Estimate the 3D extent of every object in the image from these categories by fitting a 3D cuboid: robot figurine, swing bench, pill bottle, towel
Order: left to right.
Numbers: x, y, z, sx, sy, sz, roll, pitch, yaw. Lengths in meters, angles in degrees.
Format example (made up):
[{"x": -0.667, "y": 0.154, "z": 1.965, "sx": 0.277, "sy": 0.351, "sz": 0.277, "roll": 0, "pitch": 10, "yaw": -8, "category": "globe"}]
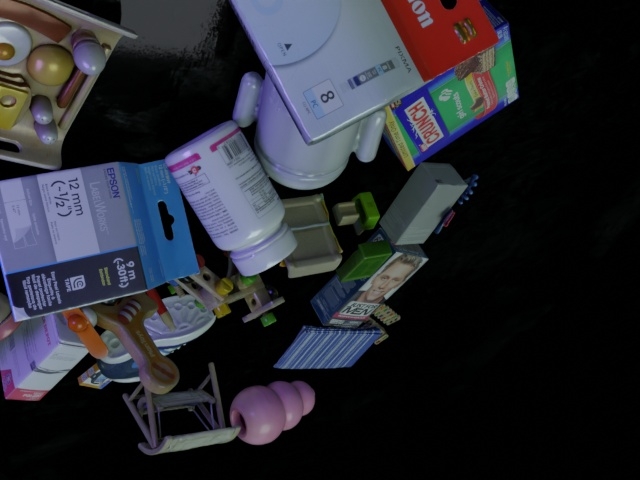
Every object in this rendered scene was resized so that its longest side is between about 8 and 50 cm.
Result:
[{"x": -0.420, "y": 0.522, "z": 1.979, "sx": 0.253, "sy": 0.254, "sz": 0.165, "roll": 7, "pitch": 133, "yaw": -43, "category": "swing bench"}, {"x": -0.171, "y": -0.081, "z": 1.311, "sx": 0.160, "sy": 0.160, "sz": 0.283, "roll": -29, "pitch": 106, "yaw": -1, "category": "pill bottle"}, {"x": -0.023, "y": -0.243, "z": 1.298, "sx": 0.300, "sy": 0.199, "sz": 0.353, "roll": 17, "pitch": 137, "yaw": 0, "category": "robot figurine"}, {"x": 0.029, "y": 0.379, "z": 2.327, "sx": 0.336, "sy": 0.040, "sz": 0.243, "roll": 6, "pitch": 135, "yaw": -33, "category": "towel"}]

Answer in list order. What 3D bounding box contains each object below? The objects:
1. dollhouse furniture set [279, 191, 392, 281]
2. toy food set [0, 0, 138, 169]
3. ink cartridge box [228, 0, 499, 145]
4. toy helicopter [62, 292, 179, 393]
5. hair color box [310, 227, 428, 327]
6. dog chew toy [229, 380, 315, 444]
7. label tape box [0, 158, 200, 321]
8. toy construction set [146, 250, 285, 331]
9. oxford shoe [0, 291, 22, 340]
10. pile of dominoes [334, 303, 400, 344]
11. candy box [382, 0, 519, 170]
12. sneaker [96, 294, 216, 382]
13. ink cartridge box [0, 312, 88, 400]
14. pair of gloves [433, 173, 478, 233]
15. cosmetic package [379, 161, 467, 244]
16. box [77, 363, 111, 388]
[{"x": 0.000, "y": 0.000, "z": 1.681, "sx": 0.302, "sy": 0.197, "sz": 0.151, "roll": -8, "pitch": 158, "yaw": -26, "category": "dollhouse furniture set"}, {"x": -0.457, "y": -0.248, "z": 1.043, "sx": 0.220, "sy": 0.092, "sz": 0.306, "roll": 10, "pitch": 130, "yaw": -46, "category": "toy food set"}, {"x": 0.075, "y": -0.382, "z": 1.094, "sx": 0.385, "sy": 0.308, "sz": 0.091, "roll": -29, "pitch": -177, "yaw": -1, "category": "ink cartridge box"}, {"x": -0.430, "y": 0.181, "z": 1.409, "sx": 0.140, "sy": 0.355, "sz": 0.235, "roll": -47, "pitch": 161, "yaw": 26, "category": "toy helicopter"}, {"x": 0.147, "y": 0.124, "z": 2.028, "sx": 0.174, "sy": 0.105, "sz": 0.347, "roll": 11, "pitch": 129, "yaw": -47, "category": "hair color box"}, {"x": -0.158, "y": 0.600, "z": 2.364, "sx": 0.332, "sy": 0.206, "sz": 0.206, "roll": -13, "pitch": 145, "yaw": -39, "category": "dog chew toy"}, {"x": -0.416, "y": -0.013, "z": 1.232, "sx": 0.348, "sy": 0.249, "sz": 0.115, "roll": -13, "pitch": -177, "yaw": -18, "category": "label tape box"}, {"x": -0.237, "y": 0.131, "z": 1.553, "sx": 0.309, "sy": 0.237, "sz": 0.257, "roll": -27, "pitch": -178, "yaw": 14, "category": "toy construction set"}, {"x": -0.810, "y": 0.195, "z": 1.385, "sx": 0.348, "sy": 0.123, "sz": 0.130, "roll": -29, "pitch": 122, "yaw": 0, "category": "oxford shoe"}, {"x": 0.183, "y": 0.312, "z": 2.374, "sx": 0.196, "sy": 0.040, "sz": 0.251, "roll": -35, "pitch": 148, "yaw": 9, "category": "pile of dominoes"}, {"x": 0.268, "y": -0.342, "z": 1.467, "sx": 0.317, "sy": 0.122, "sz": 0.268, "roll": -32, "pitch": 148, "yaw": 5, "category": "candy box"}, {"x": -0.438, "y": 0.273, "z": 1.764, "sx": 0.323, "sy": 0.130, "sz": 0.236, "roll": -22, "pitch": 157, "yaw": -21, "category": "sneaker"}, {"x": -0.637, "y": 0.242, "z": 1.510, "sx": 0.218, "sy": 0.158, "sz": 0.092, "roll": -43, "pitch": 144, "yaw": 20, "category": "ink cartridge box"}, {"x": 0.384, "y": -0.102, "z": 1.866, "sx": 0.198, "sy": 0.023, "sz": 0.159, "roll": -58, "pitch": 180, "yaw": 7, "category": "pair of gloves"}, {"x": 0.284, "y": -0.101, "z": 1.834, "sx": 0.127, "sy": 0.107, "sz": 0.238, "roll": -1, "pitch": 135, "yaw": -40, "category": "cosmetic package"}, {"x": -0.598, "y": 0.362, "z": 1.831, "sx": 0.136, "sy": 0.028, "sz": 0.081, "roll": -37, "pitch": 147, "yaw": 13, "category": "box"}]
